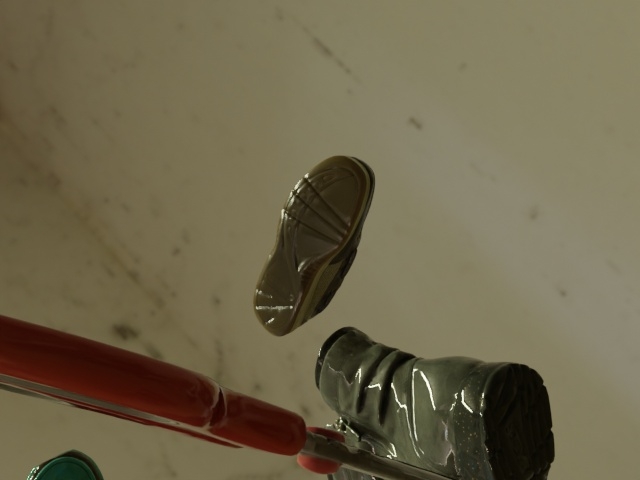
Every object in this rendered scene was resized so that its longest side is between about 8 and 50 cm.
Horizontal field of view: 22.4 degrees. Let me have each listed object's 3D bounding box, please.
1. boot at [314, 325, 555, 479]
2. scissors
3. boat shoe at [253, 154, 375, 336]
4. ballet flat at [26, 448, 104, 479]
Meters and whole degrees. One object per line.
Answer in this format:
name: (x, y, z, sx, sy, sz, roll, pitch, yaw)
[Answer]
boot: (0.076, 0.177, 1.036, 0.083, 0.161, 0.246, -17, -74, -41)
scissors: (-0.008, 0.067, 0.526, 0.109, 0.297, 0.021, -9, 64, 60)
boat shoe: (0.000, 0.000, 1.122, 0.049, 0.056, 0.152, -19, -33, -49)
ballet flat: (-0.204, 0.290, 1.294, 0.083, 0.247, 0.087, -1, -4, 1)
